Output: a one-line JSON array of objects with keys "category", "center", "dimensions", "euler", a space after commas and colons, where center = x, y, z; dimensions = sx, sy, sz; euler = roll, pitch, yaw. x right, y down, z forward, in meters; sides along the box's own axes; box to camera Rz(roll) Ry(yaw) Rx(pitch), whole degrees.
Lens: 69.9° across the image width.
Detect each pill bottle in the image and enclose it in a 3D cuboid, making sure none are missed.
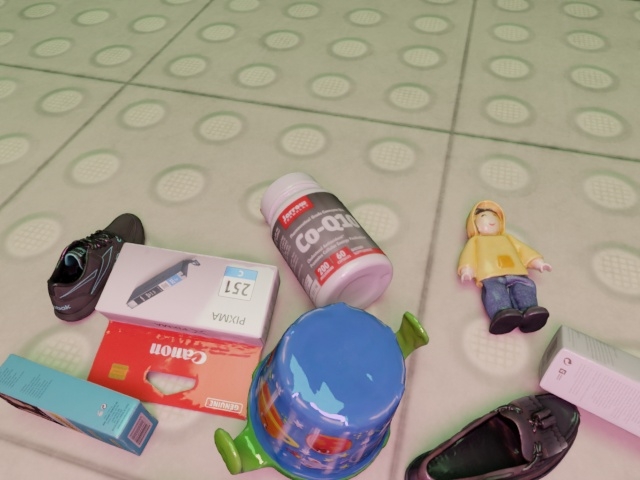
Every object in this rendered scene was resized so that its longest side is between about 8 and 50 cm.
[{"category": "pill bottle", "center": [0.000, 0.000, 0.899], "dimensions": [0.161, 0.161, 0.283], "euler": [-24, 54, -18]}]

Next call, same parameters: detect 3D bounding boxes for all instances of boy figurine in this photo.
[{"category": "boy figurine", "center": [0.358, 0.042, 0.902], "dimensions": [0.178, 0.092, 0.285], "euler": [-2, 53, 3]}]

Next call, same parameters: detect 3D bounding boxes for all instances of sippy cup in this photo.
[{"category": "sippy cup", "center": [0.014, 0.209, 0.658], "dimensions": [0.240, 0.224, 0.305], "euler": [22, 54, 4]}]

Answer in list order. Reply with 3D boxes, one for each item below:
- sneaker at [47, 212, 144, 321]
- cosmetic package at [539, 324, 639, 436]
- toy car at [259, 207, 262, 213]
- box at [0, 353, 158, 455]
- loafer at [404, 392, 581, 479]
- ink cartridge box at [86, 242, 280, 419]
[{"category": "sneaker", "center": [-0.444, 0.032, 0.922], "dimensions": [0.101, 0.106, 0.267], "euler": [9, 49, 10]}, {"category": "cosmetic package", "center": [0.475, 0.232, 0.714], "dimensions": [0.231, 0.085, 0.117], "euler": [27, 22, 21]}, {"category": "toy car", "center": [-0.075, -0.074, 1.035], "dimensions": [0.122, 0.060, 0.040], "euler": [-23, 85, -9]}, {"category": "box", "center": [-0.391, 0.261, 0.729], "dimensions": [0.245, 0.100, 0.060], "euler": [14, 52, 13]}, {"category": "loafer", "center": [0.269, 0.305, 0.676], "dimensions": [0.303, 0.095, 0.109], "euler": [-19, 51, -14]}, {"category": "ink cartridge box", "center": [-0.242, 0.150, 0.802], "dimensions": [0.297, 0.066, 0.260], "euler": [8, 62, 5]}]
